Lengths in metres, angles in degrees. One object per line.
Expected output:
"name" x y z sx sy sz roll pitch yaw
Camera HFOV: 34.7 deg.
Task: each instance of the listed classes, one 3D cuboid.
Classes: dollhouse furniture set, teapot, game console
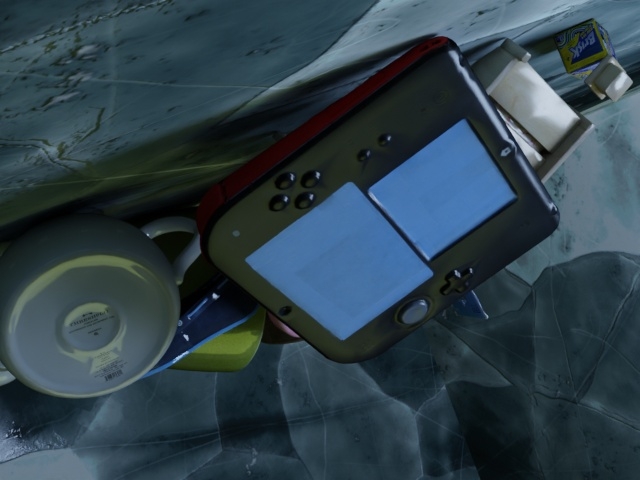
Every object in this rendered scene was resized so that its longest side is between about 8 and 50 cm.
"dollhouse furniture set" 0.157 -0.174 1.270 0.355 0.174 0.303 -48 137 9
"teapot" -0.304 0.060 1.302 0.256 0.252 0.187 20 -162 -31
"game console" 0.078 -0.019 1.166 0.342 0.060 0.386 -33 140 11

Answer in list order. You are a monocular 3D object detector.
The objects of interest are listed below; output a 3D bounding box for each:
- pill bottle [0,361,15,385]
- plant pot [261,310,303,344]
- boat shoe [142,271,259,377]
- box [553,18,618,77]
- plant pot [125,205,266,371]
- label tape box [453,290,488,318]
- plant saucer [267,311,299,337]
"pill bottle" -0.635 0.197 1.914 0.169 0.169 0.301 -19 178 -38
"plant pot" -0.039 0.017 1.744 0.263 0.229 0.263 -22 -163 7
"boat shoe" -0.213 0.112 1.439 0.258 0.089 0.109 -32 -158 -28
"box" 0.359 -0.255 1.379 0.059 0.054 0.169 -22 177 21
"plant pot" -0.276 0.081 1.573 0.293 0.275 0.275 -3 169 -33
"label tape box" 0.251 -0.043 1.820 0.115 0.348 0.249 -21 178 -3
"plant saucer" 0.006 -0.021 1.517 0.084 0.332 0.332 27 -158 24
